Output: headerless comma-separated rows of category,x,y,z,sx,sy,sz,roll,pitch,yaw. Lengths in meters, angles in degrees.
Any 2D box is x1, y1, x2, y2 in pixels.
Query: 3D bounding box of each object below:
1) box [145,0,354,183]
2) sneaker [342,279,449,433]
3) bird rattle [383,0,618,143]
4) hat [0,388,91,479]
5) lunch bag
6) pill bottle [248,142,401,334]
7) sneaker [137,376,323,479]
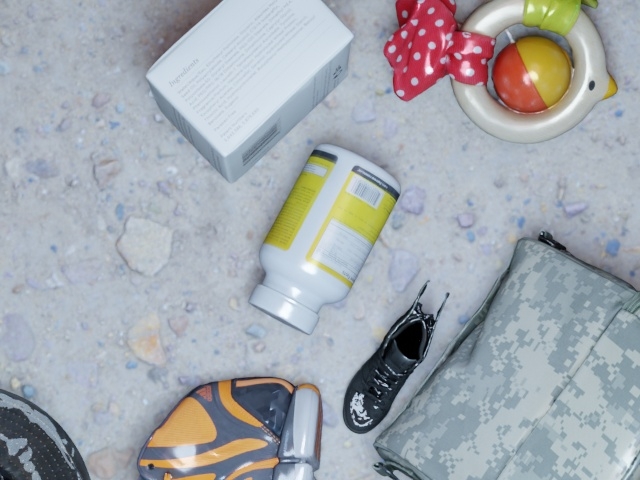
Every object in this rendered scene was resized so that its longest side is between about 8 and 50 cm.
box,-0.070,-0.170,1.630,0.182,0.181,0.119,-44,86,-5
sneaker,0.076,0.122,1.643,0.051,0.089,0.170,32,83,3
bird rattle,0.201,-0.197,1.671,0.253,0.143,0.207,-31,101,-1
hat,-0.392,0.300,1.593,0.331,0.134,0.331,3,81,-20
lunch bag,0.227,0.166,1.582,0.256,0.212,0.305,34,83,24
pill bottle,0.000,0.000,1.650,0.103,0.103,0.184,28,84,2
sneaker,-0.099,0.294,1.608,0.180,0.124,0.321,4,66,5
